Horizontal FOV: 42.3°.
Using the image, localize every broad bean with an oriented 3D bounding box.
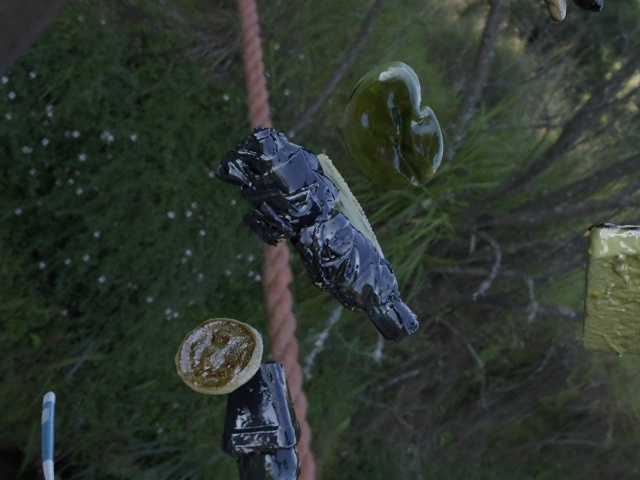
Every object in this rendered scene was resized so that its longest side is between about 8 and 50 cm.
[{"bbox_3d":[0.112,-0.173,1.298,0.072,0.153,0.207,-78,160,-72],"label":"broad bean"}]

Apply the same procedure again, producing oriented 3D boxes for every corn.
[{"bbox_3d":[0.031,-0.047,1.774,0.305,0.122,0.123,60,6,-5],"label":"corn"}]

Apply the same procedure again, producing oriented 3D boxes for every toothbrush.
[{"bbox_3d":[-0.375,0.291,1.134,0.025,0.019,0.276,46,6,-31],"label":"toothbrush"}]

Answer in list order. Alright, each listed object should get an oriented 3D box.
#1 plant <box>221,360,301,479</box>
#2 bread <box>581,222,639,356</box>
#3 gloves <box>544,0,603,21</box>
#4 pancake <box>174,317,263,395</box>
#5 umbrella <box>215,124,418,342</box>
[{"bbox_3d":[-0.113,0.359,1.581,0.164,0.142,0.256,67,13,-82],"label":"plant"},{"bbox_3d":[0.482,0.016,1.084,0.236,0.263,0.198,68,27,-52],"label":"bread"},{"bbox_3d":[0.251,-0.300,0.792,0.129,0.181,0.106,30,25,32],"label":"gloves"},{"bbox_3d":[-0.174,0.194,1.416,0.028,0.158,0.158,70,-2,-50],"label":"pancake"},{"bbox_3d":[-0.001,-0.004,1.112,0.336,0.128,0.154,48,15,-13],"label":"umbrella"}]
